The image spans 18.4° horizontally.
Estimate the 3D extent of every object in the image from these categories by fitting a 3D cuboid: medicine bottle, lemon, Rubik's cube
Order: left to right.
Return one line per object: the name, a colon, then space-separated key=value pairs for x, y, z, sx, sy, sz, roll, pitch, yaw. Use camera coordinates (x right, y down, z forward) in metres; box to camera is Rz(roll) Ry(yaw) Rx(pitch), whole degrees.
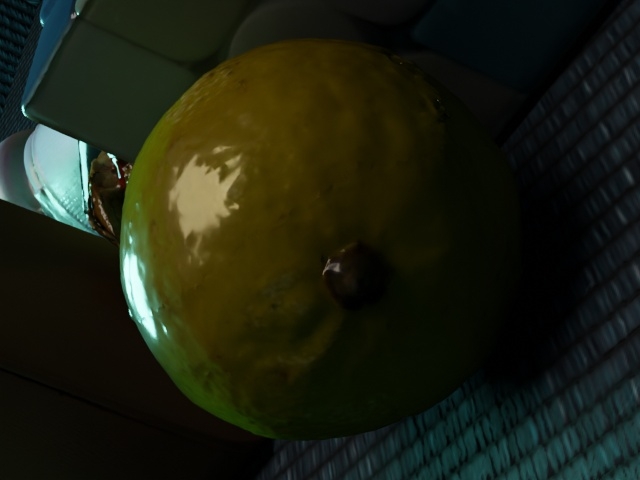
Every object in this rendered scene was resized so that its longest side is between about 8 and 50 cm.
medicine bottle: x=-0.298 y=-0.029 z=2.356 sx=0.302 sy=0.241 sz=0.241 roll=-43 pitch=26 yaw=31
Rubik's cube: x=-0.002 y=-0.246 z=1.590 sx=0.347 sy=0.347 sz=0.344 roll=-52 pitch=22 yaw=36
lemon: x=0.000 y=-0.001 z=1.361 sx=0.297 sy=0.297 sz=0.297 roll=-55 pitch=20 yaw=31

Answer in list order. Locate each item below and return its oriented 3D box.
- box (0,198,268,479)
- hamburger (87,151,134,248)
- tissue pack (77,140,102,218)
box: x=-0.245 y=0.144 z=1.801 sx=0.229 sy=0.339 sz=0.239 roll=-59 pitch=18 yaw=29
hamburger: x=-0.094 y=-0.057 z=1.812 sx=0.163 sy=0.244 sz=0.244 roll=-56 pitch=19 yaw=22
tissue pack: x=-0.153 y=-0.201 z=1.996 sx=0.198 sy=0.210 sz=0.370 roll=-97 pitch=5 yaw=-49
